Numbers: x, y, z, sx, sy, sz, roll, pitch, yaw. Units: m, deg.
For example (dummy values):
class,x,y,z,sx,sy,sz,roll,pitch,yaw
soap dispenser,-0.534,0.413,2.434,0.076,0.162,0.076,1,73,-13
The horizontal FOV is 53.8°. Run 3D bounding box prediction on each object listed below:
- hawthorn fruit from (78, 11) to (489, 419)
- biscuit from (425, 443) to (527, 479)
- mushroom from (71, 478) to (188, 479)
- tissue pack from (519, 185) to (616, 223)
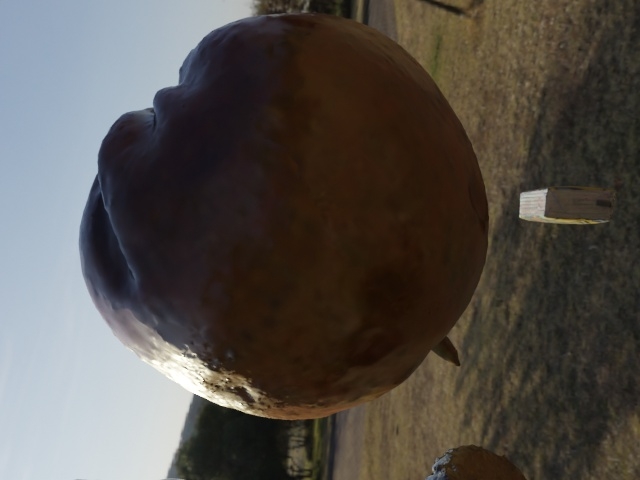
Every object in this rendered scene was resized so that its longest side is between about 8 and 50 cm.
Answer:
class,x,y,z,sx,sy,sz,roll,pitch,yaw
hawthorn fruit,0.000,0.000,0.444,0.277,0.298,0.277,-44,12,12
biscuit,0.223,0.403,0.805,0.075,0.296,0.296,-35,32,29
mushroom,-0.282,0.466,0.973,0.267,0.254,0.267,59,164,29
tissue pack,0.230,-0.032,0.597,0.083,0.063,0.035,-9,-79,-87
